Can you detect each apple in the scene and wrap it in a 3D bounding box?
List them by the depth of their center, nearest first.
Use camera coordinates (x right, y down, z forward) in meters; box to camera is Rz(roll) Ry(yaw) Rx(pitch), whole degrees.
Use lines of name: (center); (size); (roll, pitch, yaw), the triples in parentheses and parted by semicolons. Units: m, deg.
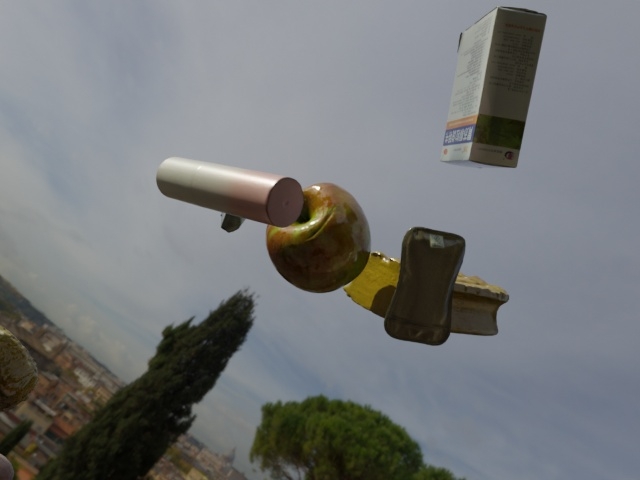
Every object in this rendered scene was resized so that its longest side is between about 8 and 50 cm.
apple: (0.000, 0.000, 1.208); (0.246, 0.246, 0.226); (18, -25, 39)

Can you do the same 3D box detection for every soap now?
soap: (0.269, 0.132, 1.353); (0.335, 0.155, 0.294); (11, 3, -35)

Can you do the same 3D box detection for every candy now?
candy: (-0.741, 0.261, 1.117); (0.260, 0.118, 0.259); (13, -48, 15)

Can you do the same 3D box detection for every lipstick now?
lipstick: (-0.177, -0.095, 0.951); (0.327, 0.087, 0.087); (15, -34, 40)

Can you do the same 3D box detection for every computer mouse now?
computer mouse: (-0.222, -0.087, 1.378); (0.069, 0.113, 0.229); (10, -15, -15)

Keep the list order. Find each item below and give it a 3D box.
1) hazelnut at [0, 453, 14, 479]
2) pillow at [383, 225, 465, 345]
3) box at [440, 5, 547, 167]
hazelnut: (-0.763, 0.539, 1.137); (0.150, 0.150, 0.150); (31, -26, 17)
pillow: (0.197, 0.086, 0.968); (0.130, 0.217, 0.033); (10, 2, -5)
box: (0.354, -0.306, 1.089); (0.107, 0.299, 0.200); (7, 8, -4)
